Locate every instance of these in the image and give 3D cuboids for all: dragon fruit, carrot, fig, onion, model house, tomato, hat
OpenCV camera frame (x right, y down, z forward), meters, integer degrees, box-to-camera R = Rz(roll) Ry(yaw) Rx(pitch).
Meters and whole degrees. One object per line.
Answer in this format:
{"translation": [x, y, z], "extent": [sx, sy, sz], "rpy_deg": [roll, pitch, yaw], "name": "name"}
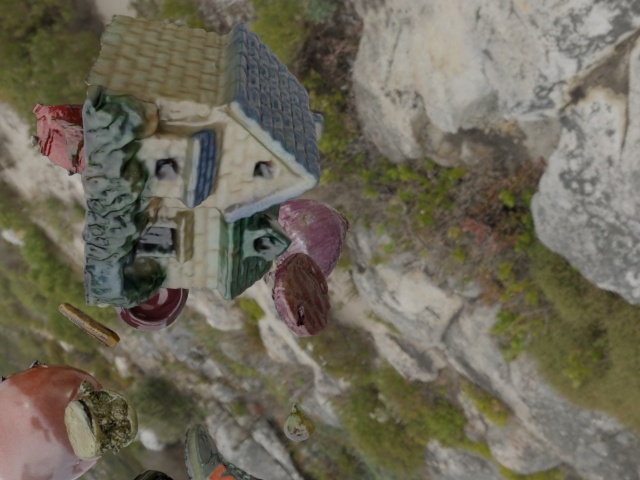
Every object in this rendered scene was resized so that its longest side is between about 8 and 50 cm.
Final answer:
{"translation": [-0.643, -0.310, 1.972], "extent": [0.100, 0.344, 0.282], "rpy_deg": [115, 148, -58], "name": "dragon fruit"}
{"translation": [-0.582, 0.211, 1.742], "extent": [0.171, 0.042, 0.042], "rpy_deg": [35, 159, -1], "name": "carrot"}
{"translation": [-0.059, 0.481, 1.830], "extent": [0.084, 0.082, 0.098], "rpy_deg": [104, 153, -72], "name": "fig"}
{"translation": [0.000, 0.000, 1.989], "extent": [0.159, 0.349, 0.267], "rpy_deg": [20, 129, 47], "name": "onion"}
{"translation": [-0.187, -0.111, 1.203], "extent": [0.395, 0.400, 0.445], "rpy_deg": [-105, 23, -54], "name": "model house"}
{"translation": [-0.716, 0.494, 1.844], "extent": [0.272, 0.342, 0.341], "rpy_deg": [54, 164, 34], "name": "tomato"}
{"translation": [-0.451, 0.136, 1.835], "extent": [0.205, 0.205, 0.089], "rpy_deg": [55, 164, -10], "name": "hat"}

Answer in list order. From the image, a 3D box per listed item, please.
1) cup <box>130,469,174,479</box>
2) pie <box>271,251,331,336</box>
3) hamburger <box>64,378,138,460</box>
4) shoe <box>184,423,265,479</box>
{"translation": [-0.399, 0.658, 1.528], "extent": [0.177, 0.166, 0.239], "rpy_deg": [-17, -87, -69], "name": "cup"}
{"translation": [-0.032, 0.095, 1.203], "extent": [0.038, 0.153, 0.153], "rpy_deg": [-21, 111, 29], "name": "pie"}
{"translation": [-0.498, 0.399, 1.560], "extent": [0.159, 0.131, 0.184], "rpy_deg": [-29, 84, 43], "name": "hamburger"}
{"translation": [-0.177, 0.514, 1.431], "extent": [0.132, 0.171, 0.336], "rpy_deg": [92, 159, -46], "name": "shoe"}
